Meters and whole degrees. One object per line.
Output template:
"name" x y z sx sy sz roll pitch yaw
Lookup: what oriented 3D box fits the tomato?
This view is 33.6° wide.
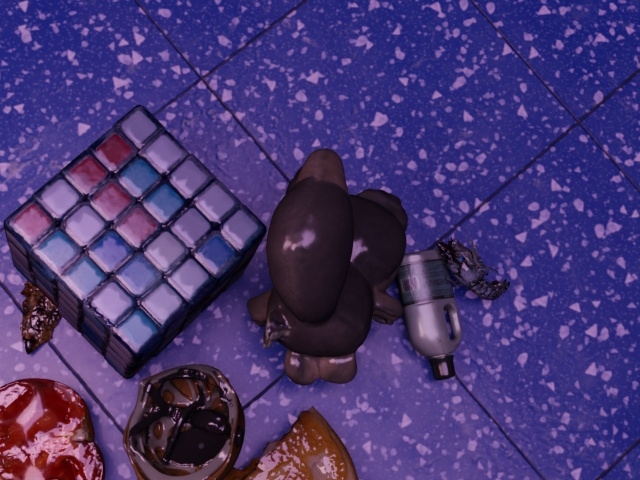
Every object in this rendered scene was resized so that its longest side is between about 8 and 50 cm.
"tomato" -0.452 0.341 1.685 0.200 0.139 0.233 -13 79 -14

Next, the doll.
"doll" 0.035 0.004 1.699 0.252 0.378 0.382 14 55 -5

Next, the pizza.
"pizza" -0.065 0.475 1.722 0.278 0.114 0.408 2 78 -8

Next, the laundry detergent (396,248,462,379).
"laundry detergent" 0.194 0.131 1.845 0.099 0.070 0.225 -7 79 -26

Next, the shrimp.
"shrimp" 0.269 0.054 1.835 0.174 0.082 0.076 38 48 -30

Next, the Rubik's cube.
"Rubik's cube" -0.295 0.014 1.682 0.292 0.293 0.287 45 71 4

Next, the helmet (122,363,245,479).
"helmet" -0.206 0.316 1.716 0.198 0.130 0.224 -9 62 15

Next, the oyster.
"oyster" -0.467 0.122 1.782 0.086 0.029 0.132 -10 77 -9
